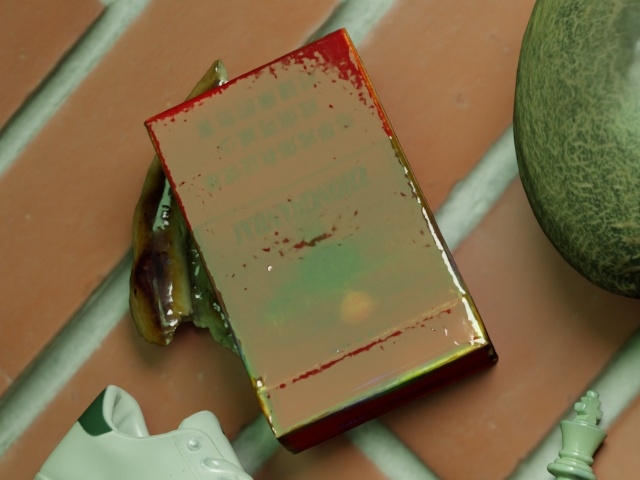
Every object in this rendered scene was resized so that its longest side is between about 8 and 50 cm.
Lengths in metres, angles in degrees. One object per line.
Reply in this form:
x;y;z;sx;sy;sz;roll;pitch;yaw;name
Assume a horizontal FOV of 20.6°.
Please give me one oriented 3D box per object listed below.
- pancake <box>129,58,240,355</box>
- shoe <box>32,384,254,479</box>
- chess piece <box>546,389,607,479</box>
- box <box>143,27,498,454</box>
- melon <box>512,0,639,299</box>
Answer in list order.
-0.105;-0.012;1.614;0.212;0.056;0.257;-36;64;7;pancake
-0.087;0.239;1.500;0.363;0.132;0.160;22;80;32;shoe
0.199;0.191;1.418;0.059;0.059;0.149;8;74;27;chess piece
-0.001;0.000;1.515;0.197;0.089;0.313;-24;71;3;box
0.274;-0.111;1.365;0.249;0.248;0.329;-6;69;23;melon
